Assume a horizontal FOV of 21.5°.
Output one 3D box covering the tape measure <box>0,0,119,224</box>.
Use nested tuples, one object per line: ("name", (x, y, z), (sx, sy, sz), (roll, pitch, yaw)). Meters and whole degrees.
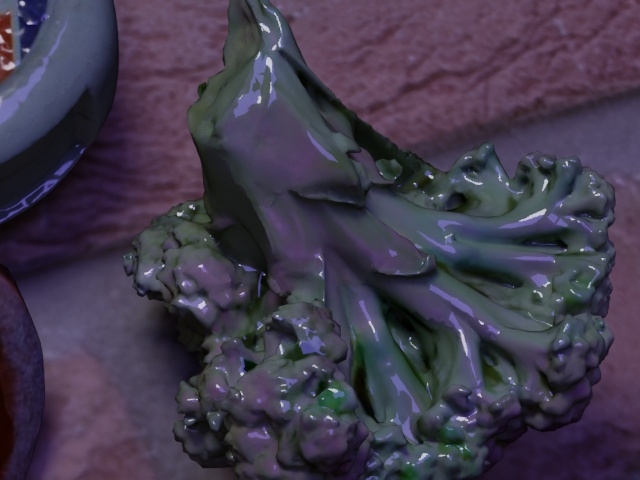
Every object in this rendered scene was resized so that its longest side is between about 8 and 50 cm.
("tape measure", (-0.235, -0.108, 0.921), (0.246, 0.125, 0.243), (-2, 69, -11))

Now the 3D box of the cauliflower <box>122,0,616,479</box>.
("cauliflower", (0.000, 0.000, 0.826), (0.239, 0.315, 0.256), (-38, 31, -21))

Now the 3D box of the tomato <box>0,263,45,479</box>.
("tomato", (-0.251, 0.074, 0.804), (0.112, 0.228, 0.199), (0, 60, 40))
